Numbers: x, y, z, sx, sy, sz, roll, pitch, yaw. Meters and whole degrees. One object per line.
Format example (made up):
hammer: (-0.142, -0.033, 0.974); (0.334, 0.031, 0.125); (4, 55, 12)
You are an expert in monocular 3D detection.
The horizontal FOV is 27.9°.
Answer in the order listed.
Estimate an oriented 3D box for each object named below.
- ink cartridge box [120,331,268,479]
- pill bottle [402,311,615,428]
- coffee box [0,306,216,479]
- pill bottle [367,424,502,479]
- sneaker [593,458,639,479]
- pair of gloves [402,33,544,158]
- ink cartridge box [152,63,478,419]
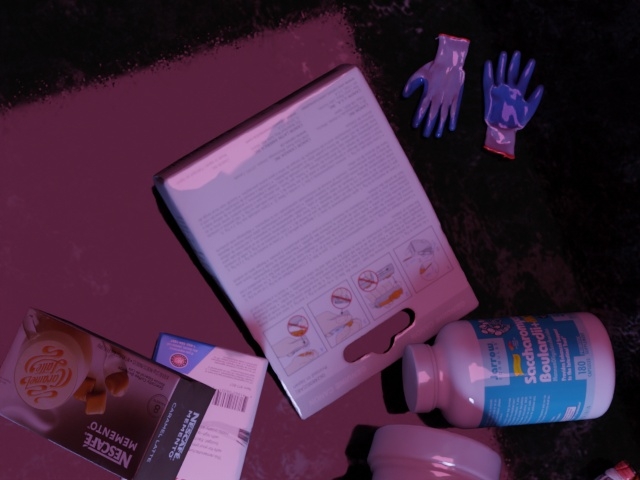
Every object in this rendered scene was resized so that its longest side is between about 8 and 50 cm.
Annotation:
ink cartridge box: (-0.165, 0.236, 1.680); (0.148, 0.086, 0.203); (16, 80, -6)
pill bottle: (0.247, 0.175, 1.723); (0.264, 0.146, 0.146); (-4, 83, -10)
coffee box: (-0.275, 0.195, 1.602); (0.246, 0.098, 0.141); (22, 84, 27)
pill bottle: (0.114, 0.431, 1.614); (0.210, 0.210, 0.363); (17, 66, -6)
sneaker: (0.436, 0.415, 1.762); (0.092, 0.088, 0.225); (-29, 87, 9)
pair of gloves: (0.217, -0.209, 1.836); (0.198, 0.023, 0.159); (16, 80, -7)
ink cartridge box: (0.000, 0.000, 1.761); (0.308, 0.091, 0.385); (-32, 105, -12)
